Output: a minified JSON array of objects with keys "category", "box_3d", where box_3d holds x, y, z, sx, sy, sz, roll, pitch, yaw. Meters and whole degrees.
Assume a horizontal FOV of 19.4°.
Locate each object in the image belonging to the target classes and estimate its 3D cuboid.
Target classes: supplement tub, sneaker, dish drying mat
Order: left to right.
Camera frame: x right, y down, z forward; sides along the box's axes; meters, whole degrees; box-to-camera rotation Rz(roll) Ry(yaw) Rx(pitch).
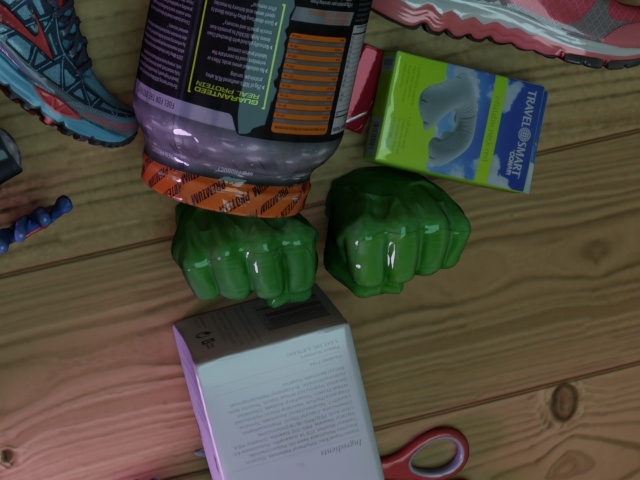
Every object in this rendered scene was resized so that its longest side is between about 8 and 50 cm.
[{"category":"sneaker","box_3d":[-0.249,-0.184,1.652,0.262,0.104,0.125,37,93,-23]},{"category":"supplement tub","box_3d":[-0.056,-0.191,1.647,0.193,0.193,0.316,9,105,-16]},{"category":"dish drying mat","box_3d":[0.041,-0.144,1.787,0.032,0.008,0.083,18,103,-18]},{"category":"sneaker","box_3d":[0.195,-0.244,1.735,0.314,0.116,0.136,9,104,-16]}]

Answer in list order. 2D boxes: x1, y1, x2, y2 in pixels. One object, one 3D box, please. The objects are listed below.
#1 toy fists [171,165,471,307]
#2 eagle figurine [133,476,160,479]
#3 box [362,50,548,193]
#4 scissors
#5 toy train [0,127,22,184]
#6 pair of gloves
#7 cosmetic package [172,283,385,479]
[{"category":"toy fists","box_3d":[0.000,0.000,1.753,0.279,0.142,0.096,-5,109,-12]},{"category":"eagle figurine","box_3d":[-0.166,0.413,1.852,0.298,0.225,0.226,-63,158,-20]},{"category":"box","box_3d":[0.137,-0.110,1.789,0.178,0.042,0.109,11,91,-19]},{"category":"scissors","box_3d":[0.020,0.249,1.906,0.297,0.021,0.109,-3,109,-13]},{"category":"toy train","box_3d":[-0.434,-0.041,1.644,0.334,0.142,0.190,-29,100,-1]},{"category":"pair of gloves","box_3d":[-0.308,0.016,1.677,0.198,0.159,0.023,-31,93,-5]},{"category":"cosmetic package","box_3d":[-0.040,0.161,1.786,0.151,0.151,0.184,-15,105,-8]}]
